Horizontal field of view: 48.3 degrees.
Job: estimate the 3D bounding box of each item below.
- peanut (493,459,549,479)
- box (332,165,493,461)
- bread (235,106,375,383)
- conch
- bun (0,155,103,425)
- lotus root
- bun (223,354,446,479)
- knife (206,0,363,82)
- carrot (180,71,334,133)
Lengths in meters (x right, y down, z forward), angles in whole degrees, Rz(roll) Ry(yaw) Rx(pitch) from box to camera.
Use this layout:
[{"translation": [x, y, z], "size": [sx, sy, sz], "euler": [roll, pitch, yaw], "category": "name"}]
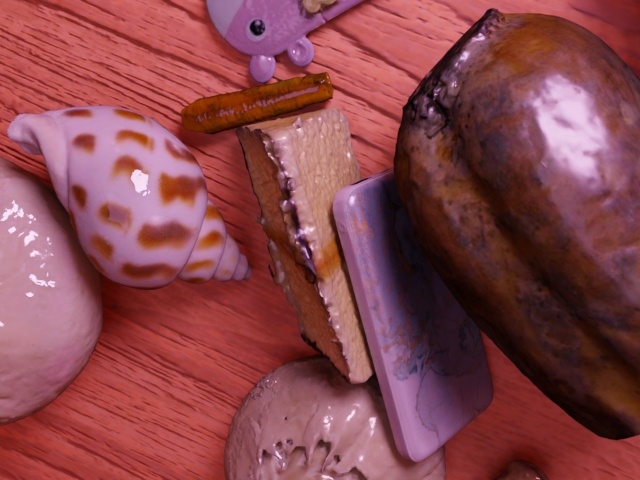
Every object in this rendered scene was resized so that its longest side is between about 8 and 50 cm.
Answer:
[{"translation": [0.206, 0.318, 0.789], "size": [0.080, 0.080, 0.175], "euler": [21, 112, 9], "category": "peanut"}, {"translation": [0.099, 0.067, 0.714], "size": [0.044, 0.142, 0.285], "euler": [2, 112, 52], "category": "box"}, {"translation": [0.000, 0.000, 0.731], "size": [0.178, 0.141, 0.266], "euler": [10, 118, 58], "category": "bread"}, {"translation": [-0.191, -0.040, 0.756], "size": [0.148, 0.183, 0.275], "euler": [-33, 108, -5], "category": "conch"}, {"translation": [-0.437, 0.057, 0.812], "size": [0.360, 0.213, 0.361], "euler": [9, 118, 19], "category": "bun"}, {"translation": [0.213, -0.025, 0.596], "size": [0.250, 0.250, 0.346], "euler": [-41, 92, 23], "category": "lotus root"}, {"translation": [0.007, 0.255, 0.790], "size": [0.259, 0.152, 0.260], "euler": [6, 111, 16], "category": "bun"}, {"translation": [0.065, -0.280, 0.663], "size": [0.398, 0.038, 0.132], "euler": [-23, 102, 21], "category": "knife"}, {"translation": [-0.065, -0.143, 0.746], "size": [0.170, 0.042, 0.042], "euler": [-11, 104, 16], "category": "carrot"}]
